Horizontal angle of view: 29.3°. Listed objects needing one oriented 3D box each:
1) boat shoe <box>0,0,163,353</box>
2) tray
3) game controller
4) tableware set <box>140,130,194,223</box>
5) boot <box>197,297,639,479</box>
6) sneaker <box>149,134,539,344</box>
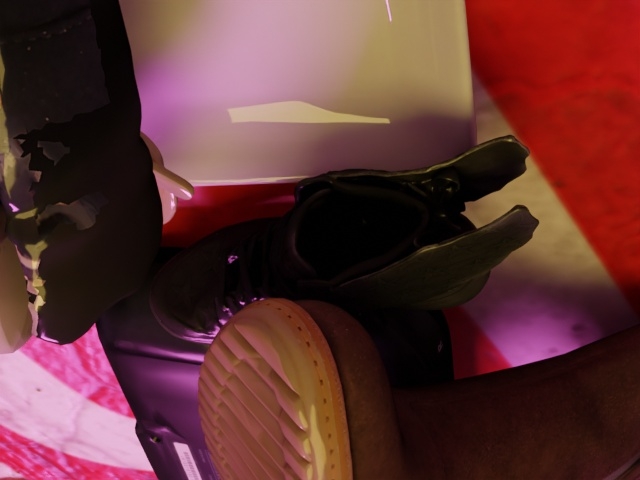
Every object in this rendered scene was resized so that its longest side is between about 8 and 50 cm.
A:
[{"bbox_3d":[-0.210,-0.082,0.365,0.340,0.127,0.158,10,128,11],"label":"boat shoe"},{"bbox_3d":[-0.033,-0.115,0.365,0.145,0.030,0.270,-2,141,11],"label":"tray"},{"bbox_3d":[-0.012,0.112,0.637,0.166,0.067,0.319,12,144,18],"label":"game controller"},{"bbox_3d":[-0.124,-0.034,0.461,0.141,0.020,0.168,32,147,-9],"label":"tableware set"},{"bbox_3d":[0.064,0.068,0.490,0.206,0.090,0.248,-27,144,-17],"label":"boot"},{"bbox_3d":[0.000,0.003,0.454,0.170,0.051,0.089,-8,163,18],"label":"sneaker"}]
